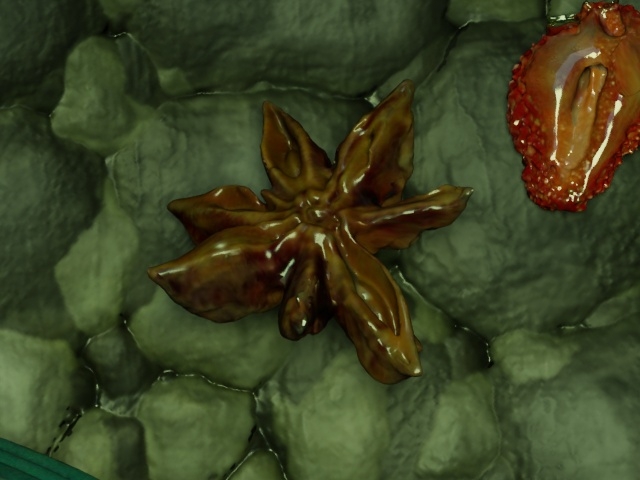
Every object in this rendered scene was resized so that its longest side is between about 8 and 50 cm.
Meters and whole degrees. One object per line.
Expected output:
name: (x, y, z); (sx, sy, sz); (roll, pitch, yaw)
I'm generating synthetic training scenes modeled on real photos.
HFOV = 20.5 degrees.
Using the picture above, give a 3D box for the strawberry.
strawberry: (0.170, -0.092, 1.141); (0.104, 0.048, 0.152); (8, 70, 12)

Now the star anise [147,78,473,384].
star anise: (-0.006, -0.001, 1.099); (0.196, 0.111, 0.212); (-1, 64, 0)

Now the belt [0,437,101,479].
belt: (-0.260, 0.223, 0.944); (0.437, 0.300, 0.173); (13, 115, 9)
